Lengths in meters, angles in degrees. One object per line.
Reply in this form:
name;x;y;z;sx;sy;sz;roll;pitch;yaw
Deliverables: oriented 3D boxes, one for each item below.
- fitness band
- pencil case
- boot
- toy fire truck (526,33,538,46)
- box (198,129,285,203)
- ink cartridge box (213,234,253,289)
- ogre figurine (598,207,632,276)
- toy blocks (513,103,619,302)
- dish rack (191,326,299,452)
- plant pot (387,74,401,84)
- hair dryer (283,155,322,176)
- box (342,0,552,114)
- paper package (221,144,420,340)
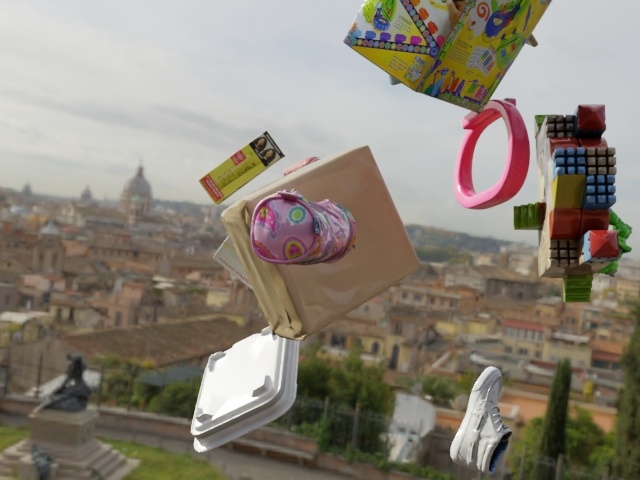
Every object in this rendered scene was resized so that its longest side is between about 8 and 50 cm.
fitness band;0.343;-0.174;1.602;0.054;0.209;0.291;4;-9;-13
pencil case;-0.022;-0.018;1.315;0.124;0.124;0.284;8;0;16
boot;0.424;0.445;1.923;0.123;0.258;0.095;12;-16;45
toy fire truck;0.400;-0.528;1.919;0.246;0.159;0.217;-13;-32;43
box;-0.213;-0.198;2.129;0.232;0.087;0.058;-35;-1;4
ink cartridge box;-0.145;0.002;1.850;0.128;0.127;0.176;40;-45;-3
ogre figurine;0.685;0.007;1.904;0.118;0.197;0.097;26;-32;-2
toy blocks;0.465;-0.092;1.431;0.190;0.382;0.261;0;-11;7
dish rack;-0.190;0.339;1.905;0.285;0.072;0.333;-28;23;15
plant pot;0.225;-0.506;1.655;0.247;0.252;0.248;-16;22;8
hair dryer;-0.020;-0.148;2.389;0.080;0.224;0.293;-18;49;-35
box;0.240;-0.401;1.373;0.177;0.279;0.290;41;21;26
paper package;0.000;0.000;1.644;0.324;0.310;0.168;-28;8;-29
